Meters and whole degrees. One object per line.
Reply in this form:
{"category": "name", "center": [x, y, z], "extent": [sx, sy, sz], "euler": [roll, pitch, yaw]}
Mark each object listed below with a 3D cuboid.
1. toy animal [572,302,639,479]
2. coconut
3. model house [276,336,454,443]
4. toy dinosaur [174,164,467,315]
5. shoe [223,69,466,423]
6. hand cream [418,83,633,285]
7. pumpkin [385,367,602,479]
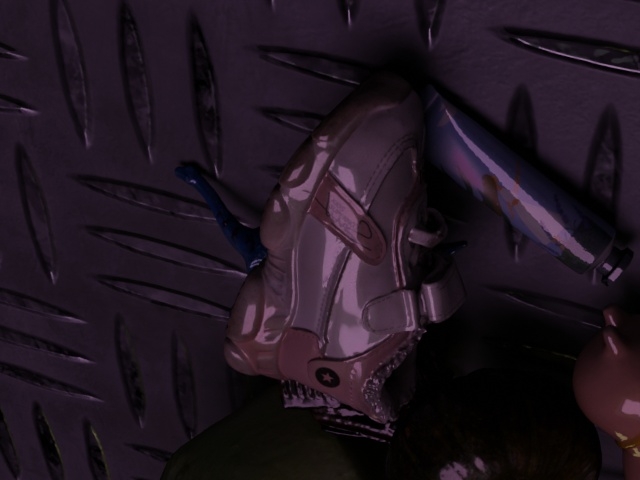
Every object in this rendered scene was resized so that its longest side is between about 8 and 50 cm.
{"category": "toy animal", "center": [0.337, 0.172, 1.513], "extent": [0.149, 0.165, 0.248], "euler": [-12, 115, 32]}
{"category": "coconut", "center": [-0.031, 0.319, 1.798], "extent": [0.328, 0.328, 0.281], "euler": [-25, 95, 45]}
{"category": "model house", "center": [0.044, 0.132, 1.666], "extent": [0.203, 0.141, 0.164], "euler": [5, 139, 14]}
{"category": "toy dinosaur", "center": [-0.015, 0.025, 1.631], "extent": [0.329, 0.076, 0.144], "euler": [17, 107, 17]}
{"category": "shoe", "center": [0.051, 0.011, 1.470], "extent": [0.198, 0.172, 0.351], "euler": [27, 126, 8]}
{"category": "hand cream", "center": [0.185, -0.050, 1.460], "extent": [0.256, 0.055, 0.088], "euler": [39, 147, 1]}
{"category": "pumpkin", "center": [0.176, 0.226, 1.575], "extent": [0.223, 0.157, 0.224], "euler": [-11, 129, -14]}
